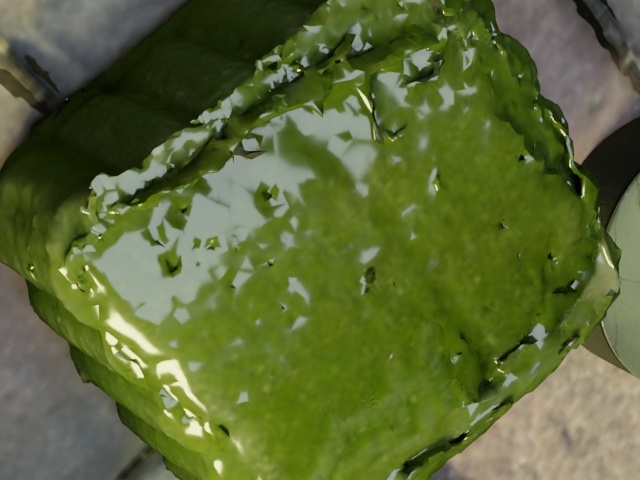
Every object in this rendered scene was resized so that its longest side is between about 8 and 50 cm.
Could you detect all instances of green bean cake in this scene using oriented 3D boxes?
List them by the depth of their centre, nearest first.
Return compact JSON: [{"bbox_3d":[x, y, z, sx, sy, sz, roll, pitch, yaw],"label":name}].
[{"bbox_3d":[0.000,0.000,0.659,0.214,0.113,0.200,-42,118,-12],"label":"green bean cake"}]

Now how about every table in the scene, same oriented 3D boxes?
[{"bbox_3d":[0.177,0.005,0.794,0.133,0.043,0.133,-8,108,-25],"label":"table"}]
